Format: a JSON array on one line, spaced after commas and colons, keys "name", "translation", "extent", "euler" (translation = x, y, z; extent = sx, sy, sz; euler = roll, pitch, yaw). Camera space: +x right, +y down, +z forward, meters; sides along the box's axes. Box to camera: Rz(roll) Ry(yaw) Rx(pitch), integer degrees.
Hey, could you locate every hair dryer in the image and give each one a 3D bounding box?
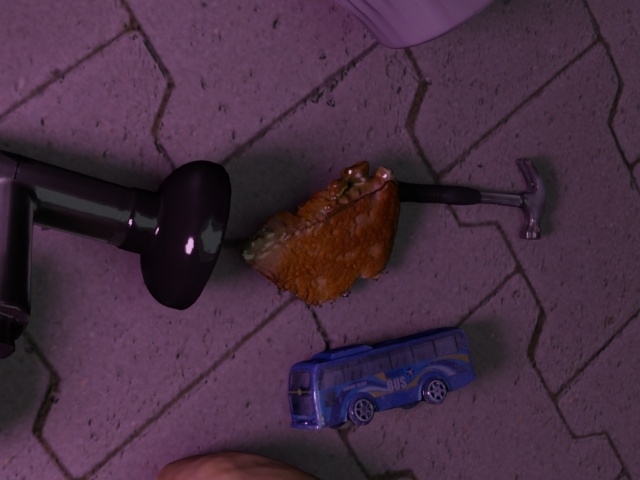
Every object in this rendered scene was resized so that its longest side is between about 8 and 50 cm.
[{"name": "hair dryer", "translation": [-0.241, 0.028, 1.121], "extent": [0.320, 0.156, 0.284], "euler": [9, 50, -28]}]

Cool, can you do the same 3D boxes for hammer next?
[{"name": "hammer", "translation": [0.185, -0.061, 1.488], "extent": [0.246, 0.029, 0.103], "euler": [5, 92, -30]}]

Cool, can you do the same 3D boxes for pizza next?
[{"name": "pizza", "translation": [0.000, 0.000, 1.361], "extent": [0.226, 0.069, 0.147], "euler": [-30, 130, -22]}]

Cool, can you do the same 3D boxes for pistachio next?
[{"name": "pistachio", "translation": [-0.080, 0.304, 1.298], "extent": [0.229, 0.157, 0.157], "euler": [13, 87, -37]}]

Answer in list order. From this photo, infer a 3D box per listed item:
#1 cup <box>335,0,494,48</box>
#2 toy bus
[{"name": "cup", "translation": [0.048, -0.407, 1.243], "extent": [0.253, 0.253, 0.371], "euler": [-49, 117, -19]}, {"name": "toy bus", "translation": [0.072, 0.165, 1.414], "extent": [0.236, 0.079, 0.094], "euler": [-10, 83, -31]}]
